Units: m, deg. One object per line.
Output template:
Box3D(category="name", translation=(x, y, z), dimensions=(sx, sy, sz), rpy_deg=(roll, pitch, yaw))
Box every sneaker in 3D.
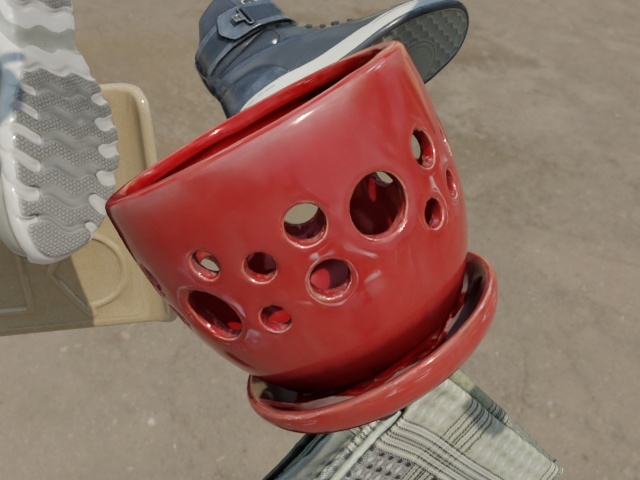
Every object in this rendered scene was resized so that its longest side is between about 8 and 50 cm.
Box3D(category="sneaker", translation=(-0.240, -0.110, 0.566), dimensions=(0.105, 0.115, 0.281), rpy_deg=(14, 58, -60))
Box3D(category="sneaker", translation=(-0.001, -0.179, 0.639), dimensions=(0.226, 0.086, 0.163), rpy_deg=(-28, 53, -10))

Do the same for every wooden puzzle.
Box3D(category="wooden puzzle", translation=(-0.365, -0.033, 0.915), dimensions=(0.348, 0.321, 0.080), rpy_deg=(-3, 26, -2))

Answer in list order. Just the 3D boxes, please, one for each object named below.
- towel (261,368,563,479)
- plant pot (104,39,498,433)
Box3D(category="towel", translation=(0.078, 0.282, 0.751), dimensions=(0.324, 0.312, 0.056), rpy_deg=(42, 5, -34))
Box3D(category="plant pot", translation=(0.000, 0.000, 0.435), dimensions=(0.191, 0.174, 0.191), rpy_deg=(-28, 17, 9))
